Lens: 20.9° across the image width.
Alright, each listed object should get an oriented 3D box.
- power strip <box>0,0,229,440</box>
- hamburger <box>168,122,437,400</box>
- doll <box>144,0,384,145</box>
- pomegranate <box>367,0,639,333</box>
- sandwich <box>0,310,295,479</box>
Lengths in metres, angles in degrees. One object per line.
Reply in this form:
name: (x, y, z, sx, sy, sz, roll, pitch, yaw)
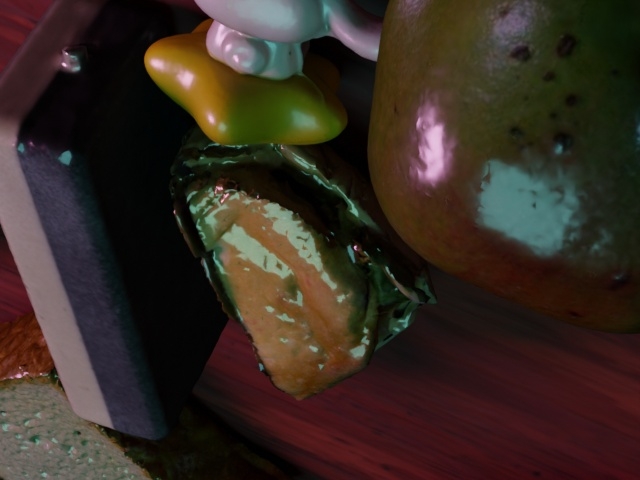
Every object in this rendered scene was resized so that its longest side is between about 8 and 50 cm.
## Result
power strip: (-0.107, -0.010, 0.893, 0.070, 0.105, 0.257, 14, 144, 16)
hamburger: (0.007, 0.003, 0.866, 0.102, 0.087, 0.176, -8, 129, 24)
doll: (-0.036, -0.097, 0.772, 0.135, 0.071, 0.113, 37, 137, -9)
pomegranate: (0.098, -0.055, 0.665, 0.180, 0.180, 0.209, 32, 179, -11)
sandwich: (-0.143, 0.136, 1.152, 0.186, 0.065, 0.214, -16, 128, 45)
